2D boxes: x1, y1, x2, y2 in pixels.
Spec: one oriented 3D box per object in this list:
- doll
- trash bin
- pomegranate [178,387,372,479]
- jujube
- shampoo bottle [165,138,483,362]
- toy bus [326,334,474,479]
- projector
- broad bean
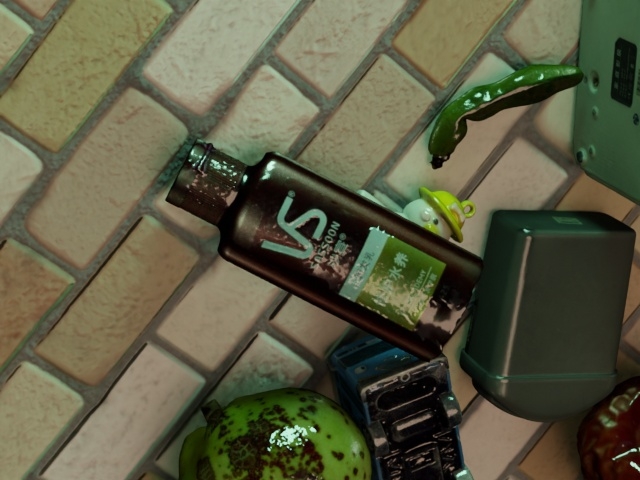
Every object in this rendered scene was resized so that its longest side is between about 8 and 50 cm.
[{"bbox_3d":[0.076,-0.001,1.846,0.207,0.081,0.129,-22,109,-15],"label":"doll"},{"bbox_3d":[0.260,0.088,1.950,0.177,0.101,0.236,1,108,-21],"label":"trash bin"},{"bbox_3d":[-0.044,0.294,1.809,0.204,0.276,0.222,8,142,-25],"label":"pomegranate"},{"bbox_3d":[0.411,0.259,2.017,0.213,0.213,0.232,-39,148,-4],"label":"jujube"},{"bbox_3d":[0.000,0.000,1.749,0.323,0.084,0.129,29,88,-6],"label":"shampoo bottle"},{"bbox_3d":[0.090,0.213,1.908,0.116,0.133,0.234,-19,122,-13],"label":"toy bus"},{"bbox_3d":[0.362,-0.169,1.828,0.108,0.198,0.250,-8,112,-20],"label":"projector"},{"bbox_3d":[0.193,-0.151,1.853,0.195,0.046,0.061,-33,131,-2],"label":"broad bean"}]
